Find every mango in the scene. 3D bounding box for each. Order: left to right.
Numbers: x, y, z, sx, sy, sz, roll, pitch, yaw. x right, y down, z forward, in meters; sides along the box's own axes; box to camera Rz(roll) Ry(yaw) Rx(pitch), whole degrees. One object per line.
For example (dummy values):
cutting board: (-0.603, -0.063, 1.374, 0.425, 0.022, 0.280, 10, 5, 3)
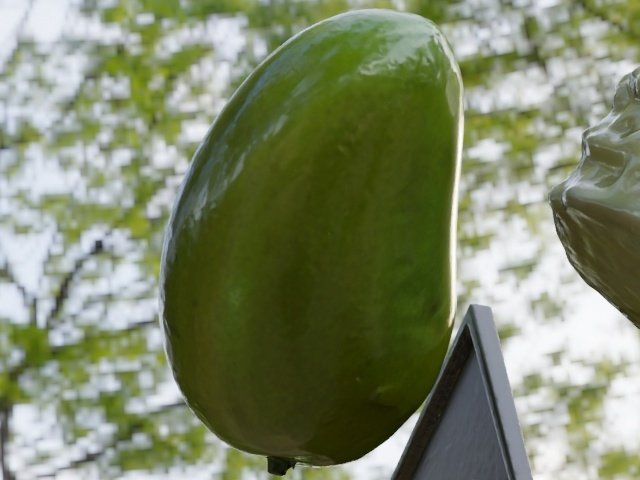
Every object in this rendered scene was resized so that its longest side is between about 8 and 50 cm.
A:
mango: (-0.006, 0.005, 1.102, 0.185, 0.149, 0.273, -26, -48, -35)

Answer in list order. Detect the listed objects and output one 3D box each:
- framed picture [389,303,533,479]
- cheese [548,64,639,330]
framed picture: (0.069, 0.198, 1.195, 0.018, 0.192, 0.265, 10, -51, -15)
cheese: (0.150, -0.038, 0.557, 0.094, 0.167, 0.123, 26, -16, 42)
